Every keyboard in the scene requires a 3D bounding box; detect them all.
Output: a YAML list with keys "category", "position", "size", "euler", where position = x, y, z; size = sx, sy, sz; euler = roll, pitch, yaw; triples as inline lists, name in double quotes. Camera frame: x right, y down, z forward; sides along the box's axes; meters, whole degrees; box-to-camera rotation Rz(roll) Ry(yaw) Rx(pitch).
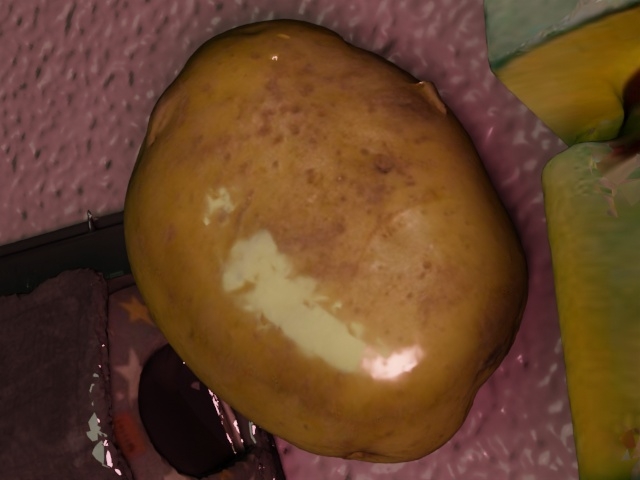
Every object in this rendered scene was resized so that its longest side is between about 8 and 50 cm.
- category: "keyboard"
  position: [-0.132, 0.026, 0.939]
  size: [0.230, 0.025, 0.094]
  euler: [-14, 83, 30]

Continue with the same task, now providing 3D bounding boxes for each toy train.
- category: "toy train"
  position: [0.171, 0.023, 0.589]
  size: [0.160, 0.253, 0.397]
  euler: [-16, 61, 29]

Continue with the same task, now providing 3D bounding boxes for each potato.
- category: "potato"
  position: [0.002, -0.001, 0.786]
  size: [0.228, 0.148, 0.197]
  euler: [31, 90, 16]

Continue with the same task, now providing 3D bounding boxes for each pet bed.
- category: "pet bed"
  position: [-0.153, 0.118, 0.856]
  size: [0.211, 0.159, 0.183]
  euler: [-18, 88, 31]
